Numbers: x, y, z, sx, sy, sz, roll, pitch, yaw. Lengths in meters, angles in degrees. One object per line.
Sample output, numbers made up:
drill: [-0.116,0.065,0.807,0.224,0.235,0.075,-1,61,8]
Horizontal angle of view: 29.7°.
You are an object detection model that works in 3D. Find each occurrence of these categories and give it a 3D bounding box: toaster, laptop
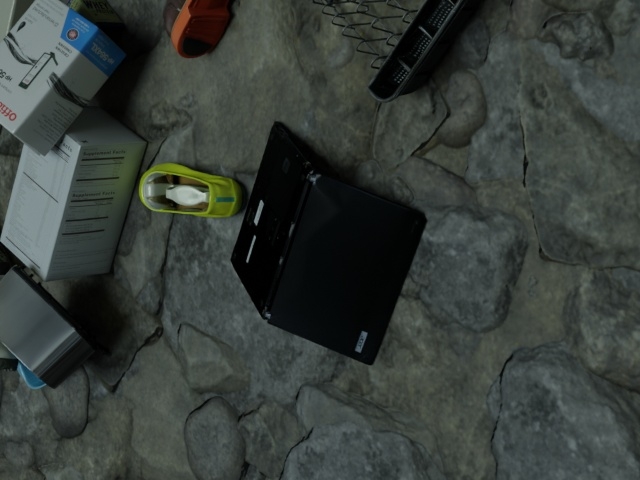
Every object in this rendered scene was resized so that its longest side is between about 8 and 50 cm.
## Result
toaster: [-0.445,0.145,1.925,0.186,0.168,0.110,43,79,7]
laptop: [0.000,0.000,1.662,0.264,0.137,0.234,54,130,55]

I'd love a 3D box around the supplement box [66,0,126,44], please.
supplement box: [-0.367,-0.336,1.912,0.083,0.056,0.083,52,125,24]

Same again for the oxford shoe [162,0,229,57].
oxford shoe: [-0.157,-0.390,1.697,0.098,0.097,0.271,55,127,29]

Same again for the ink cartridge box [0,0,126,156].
ink cartridge box: [-0.417,-0.251,1.814,0.148,0.086,0.203,36,85,31]

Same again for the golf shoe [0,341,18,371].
golf shoe: [-0.603,0.136,2.131,0.273,0.105,0.120,38,111,46]

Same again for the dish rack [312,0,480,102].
dish rack: [0.076,-0.330,1.510,0.271,0.074,0.208,52,125,24]

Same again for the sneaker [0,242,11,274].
sneaker: [-0.664,-0.113,2.163,0.182,0.158,0.410,-46,70,16]

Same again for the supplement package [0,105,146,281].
supplement package: [-0.395,-0.077,1.920,0.139,0.134,0.244,37,119,32]

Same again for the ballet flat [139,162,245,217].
ballet flat: [-0.214,-0.073,1.798,0.231,0.077,0.077,9,102,41]

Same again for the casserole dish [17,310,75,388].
casserole dish: [-0.465,0.185,2.084,0.188,0.037,0.114,-30,75,39]

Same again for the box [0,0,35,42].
box: [-0.519,-0.353,2.021,0.113,0.094,0.275,36,118,32]
